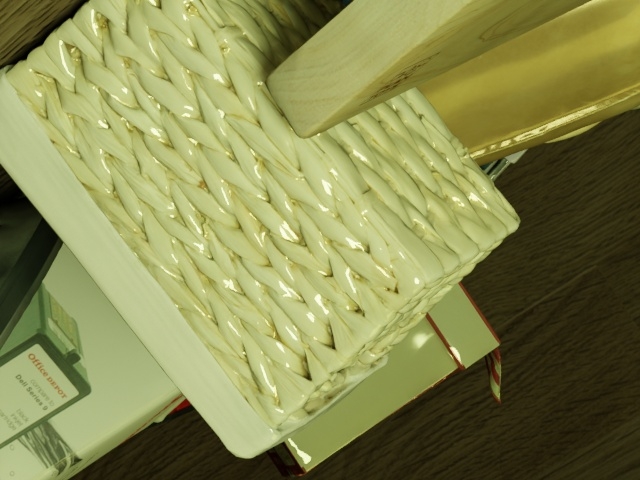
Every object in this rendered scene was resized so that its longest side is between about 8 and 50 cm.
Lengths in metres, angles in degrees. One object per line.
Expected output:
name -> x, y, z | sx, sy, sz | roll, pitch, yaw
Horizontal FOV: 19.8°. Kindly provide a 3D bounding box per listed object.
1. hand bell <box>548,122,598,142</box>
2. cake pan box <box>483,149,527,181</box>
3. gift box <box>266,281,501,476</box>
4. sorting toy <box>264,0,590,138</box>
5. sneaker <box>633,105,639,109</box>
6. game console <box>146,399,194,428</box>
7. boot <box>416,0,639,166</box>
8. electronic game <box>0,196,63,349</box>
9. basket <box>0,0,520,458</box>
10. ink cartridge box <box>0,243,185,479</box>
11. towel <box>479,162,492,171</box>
hand bell -> 0.103, -0.143, 0.917 | 0.126, 0.126, 0.242 | -34, 164, -1
cake pan box -> 0.119, -0.071, 1.474 | 0.245, 0.070, 0.267 | -51, 177, 20
gift box -> 0.028, 0.088, 1.799 | 0.258, 0.276, 0.255 | -35, -178, -10
sorting toy -> 0.117, -0.166, 0.604 | 0.255, 0.089, 0.257 | -37, 175, 41
sneaker -> 0.294, -0.219, 1.227 | 0.319, 0.127, 0.208 | -43, -175, -37
game console -> -0.249, 0.151, 1.466 | 0.342, 0.060, 0.386 | -17, 177, 6
boot -> 0.037, -0.040, 0.899 | 0.270, 0.089, 0.236 | -22, 163, 0
electronic game -> -0.184, 0.073, 0.836 | 0.229, 0.048, 0.229 | -51, -168, 15
basket -> -0.023, -0.025, 0.667 | 0.103, 0.167, 0.113 | -43, 173, 28
ink cartridge box -> -0.219, 0.113, 1.058 | 0.289, 0.121, 0.211 | -32, 176, -27
towel -> 0.045, -0.074, 0.985 | 0.029, 0.119, 0.067 | -64, -179, -9
